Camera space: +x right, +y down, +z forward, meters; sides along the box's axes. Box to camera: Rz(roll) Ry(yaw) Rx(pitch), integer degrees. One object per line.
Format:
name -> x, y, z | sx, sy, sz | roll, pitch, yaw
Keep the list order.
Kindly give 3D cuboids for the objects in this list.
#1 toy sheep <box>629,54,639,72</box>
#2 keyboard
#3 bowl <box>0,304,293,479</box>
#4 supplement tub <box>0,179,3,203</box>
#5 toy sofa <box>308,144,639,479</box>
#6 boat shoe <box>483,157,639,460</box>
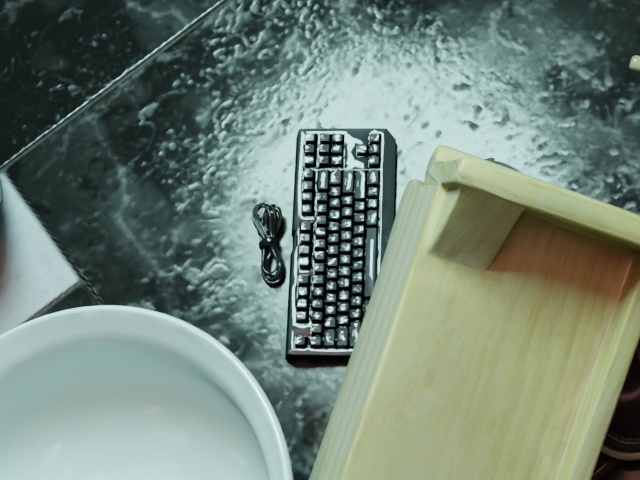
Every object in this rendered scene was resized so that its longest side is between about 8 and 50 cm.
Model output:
toy sheep -> 0.283, -0.105, 1.054 | 0.132, 0.091, 0.091 | 17, 73, -2
keyboard -> 0.000, 0.000, 1.105 | 0.108, 0.023, 0.180 | -2, 68, 11
bowl -> -0.138, 0.203, 0.987 | 0.298, 0.134, 0.297 | -7, 66, 16
supplement tub -> -0.420, -0.038, 1.094 | 0.316, 0.228, 0.228 | -28, 67, 0
toy sofa -> 0.087, 0.133, 0.943 | 0.150, 0.177, 0.362 | 19, 89, -5
boat shoe -> 0.165, 0.046, 1.025 | 0.084, 0.079, 0.233 | -27, 68, -2
